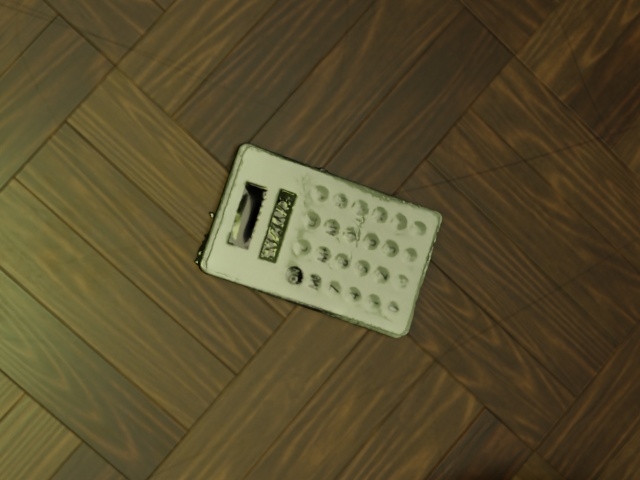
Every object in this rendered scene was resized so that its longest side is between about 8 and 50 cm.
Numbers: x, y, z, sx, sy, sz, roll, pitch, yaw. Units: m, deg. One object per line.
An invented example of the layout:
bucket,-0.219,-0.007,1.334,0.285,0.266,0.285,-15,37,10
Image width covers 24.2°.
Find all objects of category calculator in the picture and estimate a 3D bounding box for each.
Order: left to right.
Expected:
calculator,0.000,0.000,1.705,0.262,0.021,0.161,18,86,-14
